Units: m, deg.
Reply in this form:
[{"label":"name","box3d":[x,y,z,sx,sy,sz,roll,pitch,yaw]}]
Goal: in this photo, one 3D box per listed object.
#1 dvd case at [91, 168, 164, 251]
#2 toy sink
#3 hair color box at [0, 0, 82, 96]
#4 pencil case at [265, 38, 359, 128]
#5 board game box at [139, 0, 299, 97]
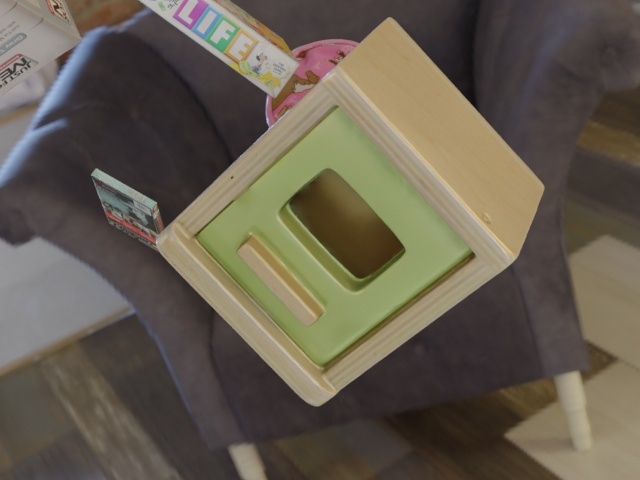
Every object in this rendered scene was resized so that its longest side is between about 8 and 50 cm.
[{"label":"dvd case","box3d":[-0.219,-0.031,1.338,0.087,0.119,0.013,29,68,15]},{"label":"toy sink","box3d":[0.000,0.000,0.739,0.234,0.153,0.131,-39,7,31]},{"label":"hair color box","box3d":[-0.438,-0.259,1.190,0.185,0.374,0.114,-31,70,14]},{"label":"pencil case","box3d":[0.060,-0.093,1.460,0.167,0.386,0.160,0,63,22]},{"label":"board game box","box3d":[-0.068,-0.142,0.739,0.026,0.103,0.154,-53,14,9]}]
